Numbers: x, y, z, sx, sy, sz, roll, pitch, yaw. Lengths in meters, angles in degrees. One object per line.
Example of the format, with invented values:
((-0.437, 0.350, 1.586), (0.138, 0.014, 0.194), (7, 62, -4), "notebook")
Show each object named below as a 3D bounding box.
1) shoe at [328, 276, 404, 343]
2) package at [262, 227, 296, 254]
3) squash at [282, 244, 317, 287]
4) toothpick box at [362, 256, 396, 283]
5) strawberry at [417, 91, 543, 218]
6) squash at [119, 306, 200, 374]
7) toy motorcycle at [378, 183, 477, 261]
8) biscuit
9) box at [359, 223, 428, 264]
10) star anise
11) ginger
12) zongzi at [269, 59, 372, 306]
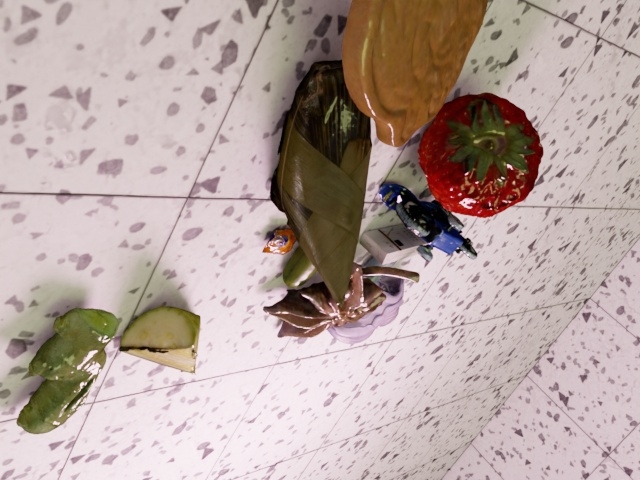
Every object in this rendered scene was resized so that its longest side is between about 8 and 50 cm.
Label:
((0.120, 0.165, 1.803), (0.245, 0.095, 0.138), (-20, 139, -39), "shoe")
((-0.069, 0.000, 1.434), (0.110, 0.033, 0.077), (1, 119, -55), "package")
((0.000, 0.000, 1.480), (0.066, 0.066, 0.252), (6, 123, -52), "squash")
((0.142, 0.057, 1.727), (0.083, 0.052, 0.052), (-47, 149, 10), "toothpick box")
((0.323, -0.168, 1.507), (0.257, 0.257, 0.277), (-37, -178, -10), "strawberry")
((-0.244, 0.199, 1.401), (0.169, 0.093, 0.252), (-4, 158, 24), "squash")
((0.246, -0.045, 1.634), (0.113, 0.169, 0.315), (-46, 140, 19), "toy motorcycle")
((0.168, -0.344, 1.129), (0.385, 0.062, 0.365), (-60, 151, -15), "biscuit")
((0.173, 0.006, 1.670), (0.154, 0.084, 0.040), (-12, 138, -42), "box")
((0.038, 0.129, 1.614), (0.349, 0.109, 0.292), (-27, 163, 15), "star anise")
((-0.440, 0.224, 1.235), (0.137, 0.089, 0.290), (-33, 158, -53), "ginger")
((0.029, -0.100, 1.161), (0.154, 0.318, 0.290), (-4, 135, -18), "zongzi")
